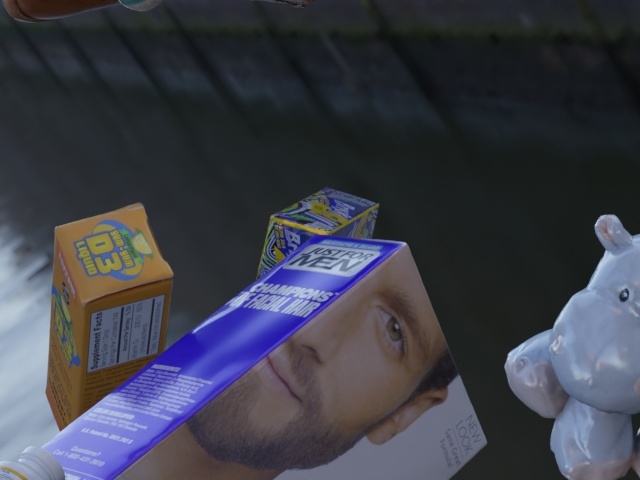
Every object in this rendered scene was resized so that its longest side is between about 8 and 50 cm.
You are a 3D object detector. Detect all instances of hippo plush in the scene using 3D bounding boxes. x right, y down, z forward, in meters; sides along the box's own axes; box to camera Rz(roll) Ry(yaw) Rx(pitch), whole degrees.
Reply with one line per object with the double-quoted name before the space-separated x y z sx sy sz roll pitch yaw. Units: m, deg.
"hippo plush" 0.323 0.095 1.799 0.294 0.234 0.236 -50 -10 -9

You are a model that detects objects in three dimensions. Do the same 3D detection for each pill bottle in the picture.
"pill bottle" -0.184 0.156 1.116 0.043 0.043 0.083 -18 22 46

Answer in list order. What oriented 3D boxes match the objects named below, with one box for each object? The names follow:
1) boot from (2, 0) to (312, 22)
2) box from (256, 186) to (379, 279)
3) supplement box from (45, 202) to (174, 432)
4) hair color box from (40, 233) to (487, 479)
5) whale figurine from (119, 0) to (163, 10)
"boot" -0.119 -0.239 1.714 0.220 0.109 0.283 21 27 37
"box" 0.000 0.000 1.640 0.054 0.059 0.169 16 13 13
"supplement box" -0.166 0.075 1.503 0.080 0.078 0.233 -13 -34 -21
"hair color box" -0.048 0.160 1.366 0.110 0.185 0.339 4 35 48
"whale figurine" -0.139 -0.284 1.549 0.272 0.141 0.216 -6 54 27
